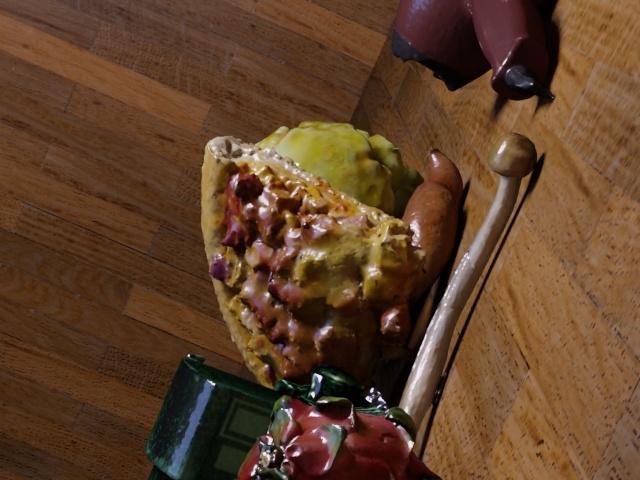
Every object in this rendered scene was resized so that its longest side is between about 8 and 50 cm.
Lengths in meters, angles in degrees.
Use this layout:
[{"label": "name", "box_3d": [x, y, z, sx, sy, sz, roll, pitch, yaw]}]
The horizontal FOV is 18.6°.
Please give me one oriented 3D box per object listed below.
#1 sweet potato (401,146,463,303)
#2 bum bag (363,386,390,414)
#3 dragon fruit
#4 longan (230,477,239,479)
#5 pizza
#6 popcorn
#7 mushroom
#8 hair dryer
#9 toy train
[{"label": "sweet potato", "box_3d": [0.098, -0.015, 1.737, 0.058, 0.055, 0.202, -29, 22, 29]}, {"label": "bum bag", "box_3d": [0.030, 0.179, 1.647, 0.124, 0.034, 0.058, 118, 149, -41]}, {"label": "dragon fruit", "box_3d": [0.017, 0.184, 1.298, 0.236, 0.135, 0.137, 70, -141, -65]}, {"label": "longan", "box_3d": [-0.061, 0.253, 1.416, 0.159, 0.185, 0.204, 61, -139, -52]}, {"label": "pizza", "box_3d": [-0.005, 0.036, 1.665, 0.228, 0.290, 0.081, -16, 2, 38]}, {"label": "popcorn", "box_3d": [0.000, 0.000, 1.819, 0.183, 0.204, 0.221, -16, -70, -66]}, {"label": "mushroom", "box_3d": [0.097, 0.063, 1.475, 0.306, 0.043, 0.068, -69, -20, -6]}, {"label": "hair dryer", "box_3d": [0.186, -0.227, 1.673, 0.312, 0.123, 0.340, -54, 19, 20]}, {"label": "toy train", "box_3d": [-0.077, 0.242, 1.558, 0.330, 0.178, 0.138, -67, 19, 2]}]
